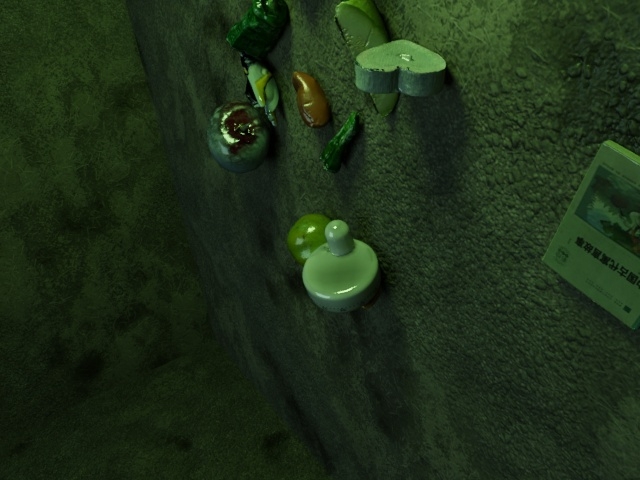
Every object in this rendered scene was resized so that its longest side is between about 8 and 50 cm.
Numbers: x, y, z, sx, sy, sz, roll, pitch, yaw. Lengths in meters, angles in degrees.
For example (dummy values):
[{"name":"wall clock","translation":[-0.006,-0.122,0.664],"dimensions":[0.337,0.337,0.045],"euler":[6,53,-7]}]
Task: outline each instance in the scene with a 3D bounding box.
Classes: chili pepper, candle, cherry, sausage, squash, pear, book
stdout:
[{"name":"chili pepper","translation":[-0.175,-0.642,1.698],"dimensions":[0.136,0.099,0.270],"euler":[37,153,-14]},{"name":"candle","translation":[0.169,-0.370,1.224],"dimensions":[0.168,0.192,0.068],"euler":[-74,-11,-48]},{"name":"cherry","translation":[-0.292,-0.362,2.038],"dimensions":[0.255,0.218,0.296],"euler":[66,165,4]},{"name":"sausage","translation":[-0.029,-0.403,1.651],"dimensions":[0.089,0.089,0.179],"euler":[-31,79,64]},{"name":"squash","translation":[0.124,-0.409,1.310],"dimensions":[0.169,0.093,0.252],"euler":[-35,-73,-70]},{"name":"chili pepper","translation":[0.062,-0.284,1.596],"dimensions":[0.227,0.059,0.088],"euler":[123,133,-56]},{"name":"pear","translation":[0.000,0.000,1.841],"dimensions":[0.216,0.166,0.180],"euler":[-9,91,37]},{"name":"book","translation":[0.513,-0.004,0.977],"dimensions":[0.215,0.025,0.283],"euler":[46,145,36]}]

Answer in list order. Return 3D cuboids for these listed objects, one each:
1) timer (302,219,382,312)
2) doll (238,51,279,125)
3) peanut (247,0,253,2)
[{"name":"timer","translation":[0.059,0.085,1.680],"dimensions":[0.233,0.233,0.240],"euler":[43,162,41]},{"name":"doll","translation":[-0.204,-0.518,1.865],"dimensions":[0.145,0.103,0.316],"euler":[116,133,-64]},{"name":"peanut","translation":[-0.237,-0.820,1.664],"dimensions":[0.111,0.125,0.274],"euler":[-157,47,-81]}]
